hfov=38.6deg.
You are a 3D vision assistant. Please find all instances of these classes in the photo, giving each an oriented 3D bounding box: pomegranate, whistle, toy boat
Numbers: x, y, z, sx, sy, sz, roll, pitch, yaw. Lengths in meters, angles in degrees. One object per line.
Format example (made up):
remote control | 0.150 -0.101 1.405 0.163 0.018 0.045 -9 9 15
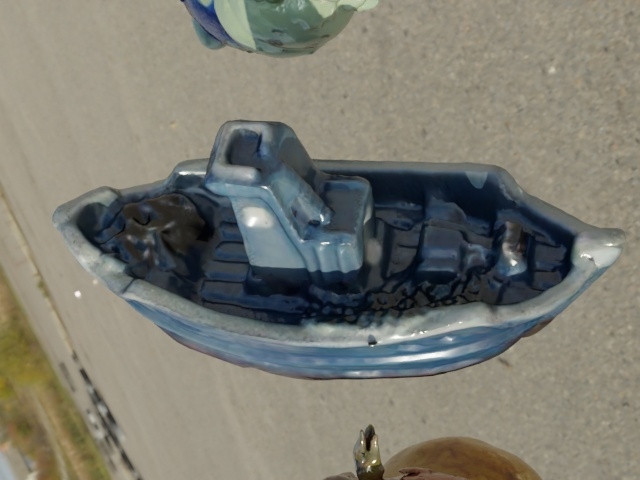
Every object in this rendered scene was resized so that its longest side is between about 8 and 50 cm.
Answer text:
pomegranate | 0.139 0.325 0.932 0.248 0.248 0.248 50 157 30
whistle | -0.045 -0.178 0.651 0.244 0.110 0.092 31 121 59
toy boat | 0.000 0.000 0.488 0.309 0.129 0.142 3 143 14

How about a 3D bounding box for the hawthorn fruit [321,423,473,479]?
hawthorn fruit | 0.064 0.274 0.649 0.276 0.276 0.307 177 80 -68
